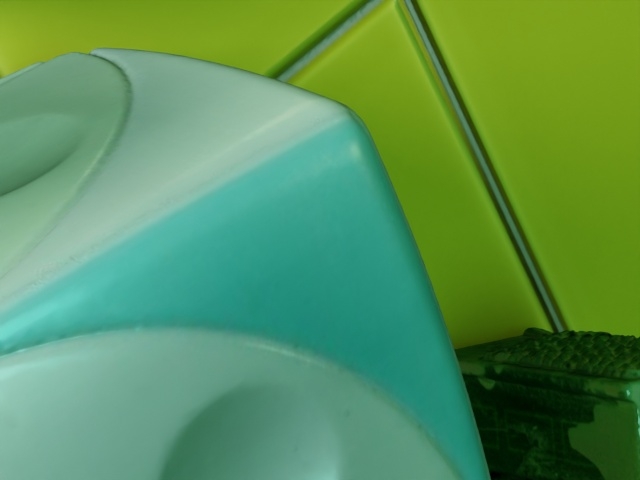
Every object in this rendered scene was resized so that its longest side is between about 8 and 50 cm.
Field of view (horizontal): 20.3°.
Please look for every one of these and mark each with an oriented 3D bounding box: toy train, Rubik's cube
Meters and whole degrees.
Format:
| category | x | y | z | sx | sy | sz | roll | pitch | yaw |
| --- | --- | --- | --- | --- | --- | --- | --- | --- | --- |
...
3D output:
| category | x | y | z | sx | sy | sz | roll | pitch | yaw |
| --- | --- | --- | --- | --- | --- | --- | --- | --- | --- |
| toy train | 0.219 | 0.181 | 1.444 | 0.145 | 0.266 | 0.202 | -10 | 98 | -36 |
| Rubik's cube | -0.142 | 0.106 | 1.091 | 0.351 | 0.347 | 0.352 | -30 | 116 | -29 |
